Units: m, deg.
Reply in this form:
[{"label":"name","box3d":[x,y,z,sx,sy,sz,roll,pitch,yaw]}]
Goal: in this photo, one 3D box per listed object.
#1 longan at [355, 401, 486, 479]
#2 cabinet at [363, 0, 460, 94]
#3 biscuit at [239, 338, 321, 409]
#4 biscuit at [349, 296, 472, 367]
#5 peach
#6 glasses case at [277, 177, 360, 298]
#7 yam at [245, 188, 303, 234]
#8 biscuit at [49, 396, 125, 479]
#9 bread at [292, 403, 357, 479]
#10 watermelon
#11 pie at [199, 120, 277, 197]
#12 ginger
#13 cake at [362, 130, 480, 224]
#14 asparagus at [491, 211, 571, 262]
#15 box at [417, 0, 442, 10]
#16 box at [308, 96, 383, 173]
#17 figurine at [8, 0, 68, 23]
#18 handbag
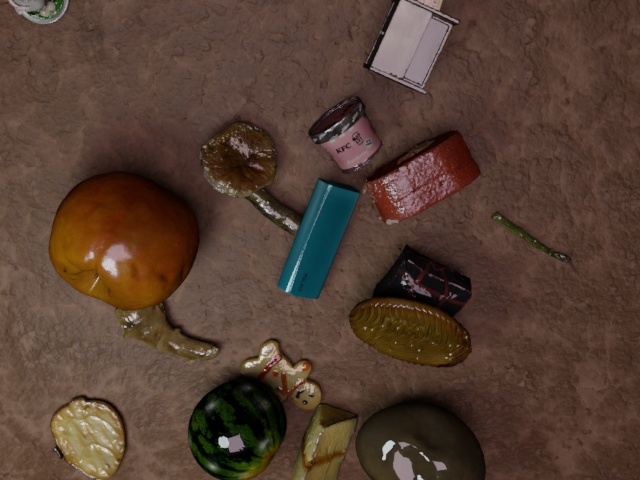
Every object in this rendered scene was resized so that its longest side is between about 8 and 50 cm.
[{"label":"longan","box3d":[0.265,0.566,1.939,0.350,0.288,0.288,21,104,4]},{"label":"cabinet","box3d":[0.198,-0.448,1.679,0.148,0.215,0.174,23,104,-7]},{"label":"biscuit","box3d":[-0.093,0.375,1.996,0.234,0.030,0.153,43,102,-11]},{"label":"biscuit","box3d":[0.223,0.237,1.851,0.318,0.040,0.317,15,148,10]},{"label":"peach","box3d":[-0.459,-0.010,1.736,0.343,0.343,0.301,33,61,-9]},{"label":"glasses case","box3d":[-0.001,0.000,1.851,0.117,0.070,0.300,9,110,-38]},{"label":"yam","box3d":[-0.153,-0.107,1.847,0.253,0.061,0.061,37,101,-10]},{"label":"biscuit","box3d":[-0.635,0.551,2.031,0.203,0.041,0.259,-14,106,0]},{"label":"bread","box3d":[0.013,0.591,1.980,0.136,0.178,0.240,18,102,-4]},{"label":"watermelon","box3d":[-0.219,0.495,1.908,0.269,0.269,0.268,0,105,-1]},{"label":"pie","box3d":[-0.194,-0.194,1.792,0.195,0.046,0.195,2,83,-15]},{"label":"ginger","box3d":[-0.403,0.237,1.931,0.295,0.086,0.131,28,94,-17]},{"label":"cake","box3d":[0.245,-0.149,1.782,0.283,0.177,0.150,-26,104,5]},{"label":"asparagus","box3d":[0.550,-0.002,1.907,0.249,0.025,0.024,31,60,-9]},{"label":"box","box3d":[0.270,-0.597,1.743,0.058,0.015,0.093,16,105,-7]},{"label":"box","box3d":[0.067,-0.249,1.772,0.151,0.151,0.135,-33,113,8]},{"label":"figurine","box3d":[-0.654,-0.557,1.665,0.132,0.153,0.132,0,106,-1]},{"label":"handbag","box3d":[0.262,0.125,1.864,0.215,0.155,0.169,26,114,-5]}]
